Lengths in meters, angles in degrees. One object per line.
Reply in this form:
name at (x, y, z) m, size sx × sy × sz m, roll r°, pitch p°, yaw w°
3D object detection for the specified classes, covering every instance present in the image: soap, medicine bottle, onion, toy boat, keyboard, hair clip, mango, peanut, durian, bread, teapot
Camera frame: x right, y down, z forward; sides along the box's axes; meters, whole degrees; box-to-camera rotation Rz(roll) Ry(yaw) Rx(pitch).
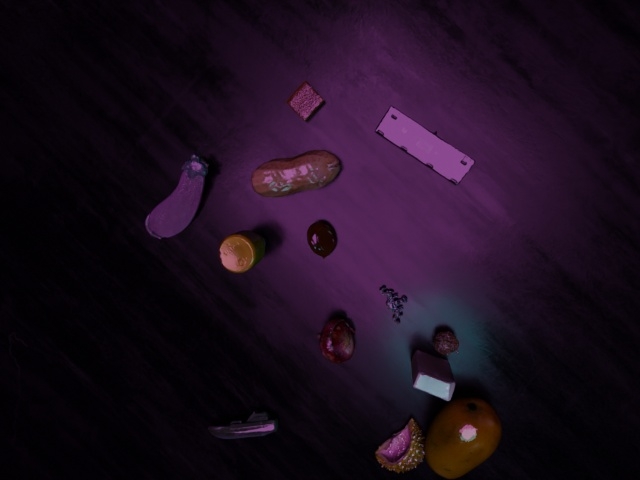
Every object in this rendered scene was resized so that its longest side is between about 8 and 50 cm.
soap at (0.358, 0.426, 1.423) m, size 0.121 × 0.183 × 0.063 m, roll 19°, pitch 101°, yaw 6°
medicine bottle at (-0.238, 0.026, 1.436) m, size 0.122 × 0.212 × 0.121 m, roll 1°, pitch 99°, yaw 8°
onion at (0.038, 0.339, 1.502) m, size 0.140 × 0.150 × 0.150 m, roll -11°, pitch 98°, yaw 41°
toy boat at (-0.284, 0.670, 1.614) m, size 0.261 × 0.078 × 0.085 m, roll -10°, pitch 73°, yaw 8°
keyboard at (0.329, -0.301, 1.397) m, size 0.317 × 0.027 × 0.106 m, roll 35°, pitch 105°, yaw 2°
hair clip at (-0.478, -0.138, 1.523) m, size 0.358 × 0.110 × 0.095 m, roll -55°, pitch 48°, yaw 16°
mango at (0.455, 0.651, 1.453) m, size 0.211 × 0.173 × 0.317 m, roll 17°, pitch 111°, yaw -15°
peanut at (-0.078, -0.213, 1.423) m, size 0.290 × 0.130 × 0.130 m, roll -12°, pitch 97°, yaw 4°
durian at (0.414, 0.340, 1.455) m, size 0.091 × 0.080 × 0.080 m, roll 44°, pitch 103°, yaw 21°
bread at (-0.048, -0.447, 1.426) m, size 0.090 × 0.035 × 0.094 m, roll 45°, pitch 103°, yaw 0°
teapot at (0.000, 0.000, 1.472) m, size 0.098 × 0.078 × 0.129 m, roll -37°, pitch 110°, yaw -27°
durian at (0.285, 0.725, 1.532) m, size 0.182 × 0.165 × 0.132 m, roll -32°, pitch 51°, yaw -10°

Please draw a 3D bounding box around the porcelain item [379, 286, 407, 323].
porcelain item at (0.257, 0.208, 1.488) m, size 0.075 × 0.021 × 0.136 m, roll -24°, pitch 95°, yaw 7°
